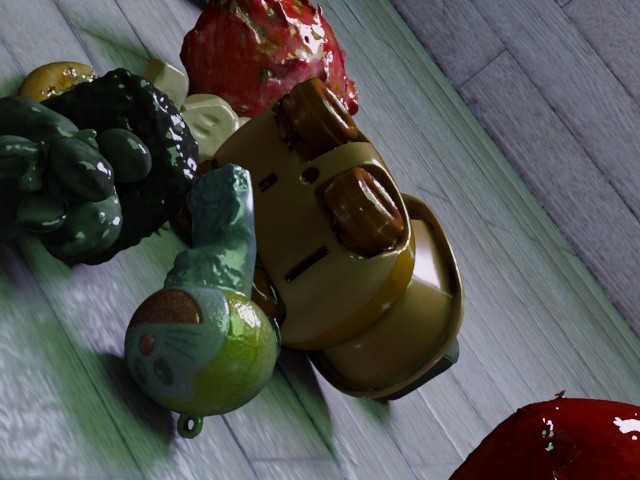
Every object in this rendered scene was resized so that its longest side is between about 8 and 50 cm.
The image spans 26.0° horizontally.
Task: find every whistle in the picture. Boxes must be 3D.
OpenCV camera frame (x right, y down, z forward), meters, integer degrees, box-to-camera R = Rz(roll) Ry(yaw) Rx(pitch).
[{"bbox_3d":[-0.095,0.045,1.097,0.123,0.123,0.223,27,65,-56],"label":"whistle"}]

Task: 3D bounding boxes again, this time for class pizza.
[{"bbox_3d":[-0.198,-0.093,1.320,0.199,0.062,0.188,48,18,-12],"label":"pizza"}]

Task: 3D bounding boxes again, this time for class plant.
[{"bbox_3d":[-0.189,-0.059,1.102,0.149,0.146,0.274,53,16,0],"label":"plant"}]

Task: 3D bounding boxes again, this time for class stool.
[{"bbox_3d":[0.093,0.121,1.544,0.096,0.110,0.096,47,15,-17],"label":"stool"}]

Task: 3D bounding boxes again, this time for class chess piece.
[{"bbox_3d":[-0.134,-0.121,1.514,0.200,0.090,0.090,29,26,-48],"label":"chess piece"}]

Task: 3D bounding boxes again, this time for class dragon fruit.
[{"bbox_3d":[-0.070,-0.214,1.662,0.205,0.210,0.268,57,-10,48],"label":"dragon fruit"}]

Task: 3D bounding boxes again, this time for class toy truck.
[{"bbox_3d":[0.000,0.000,1.389,0.212,0.204,0.288,37,20,-48],"label":"toy truck"}]

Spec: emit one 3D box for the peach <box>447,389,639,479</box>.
[{"bbox_3d":[0.244,0.303,1.116,0.370,0.370,0.370,46,16,-17],"label":"peach"}]
